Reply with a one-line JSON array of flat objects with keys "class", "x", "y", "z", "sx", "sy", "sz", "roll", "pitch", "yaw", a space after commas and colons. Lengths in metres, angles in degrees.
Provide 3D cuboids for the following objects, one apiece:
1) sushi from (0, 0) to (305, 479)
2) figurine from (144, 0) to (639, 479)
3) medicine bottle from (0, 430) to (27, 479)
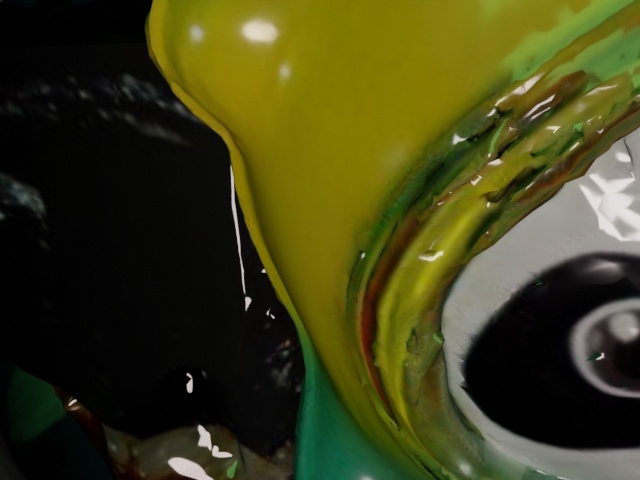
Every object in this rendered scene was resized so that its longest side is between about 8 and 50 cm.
[{"class": "sushi", "x": 0.000, "y": 0.000, "z": 0.718, "sx": 0.215, "sy": 0.212, "sz": 0.227, "roll": 1, "pitch": 14, "yaw": 31}, {"class": "figurine", "x": 0.110, "y": -0.018, "z": 0.549, "sx": 0.324, "sy": 0.340, "sz": 0.231, "roll": -33, "pitch": 41, "yaw": 7}, {"class": "medicine bottle", "x": -0.236, "y": 0.106, "z": 0.813, "sx": 0.202, "sy": 0.202, "sz": 0.316, "roll": -41, "pitch": 40, "yaw": 0}]
